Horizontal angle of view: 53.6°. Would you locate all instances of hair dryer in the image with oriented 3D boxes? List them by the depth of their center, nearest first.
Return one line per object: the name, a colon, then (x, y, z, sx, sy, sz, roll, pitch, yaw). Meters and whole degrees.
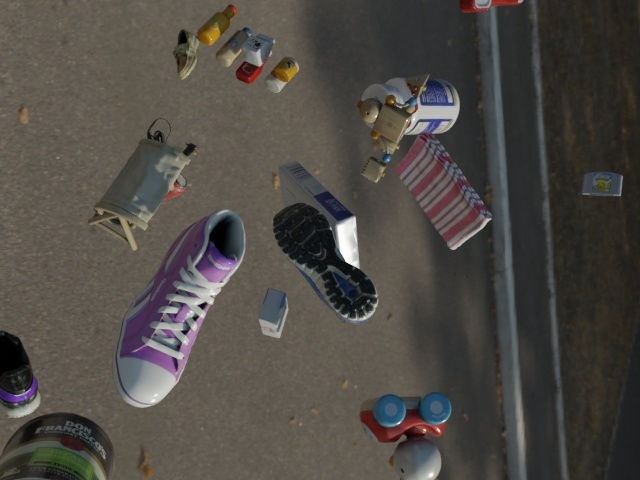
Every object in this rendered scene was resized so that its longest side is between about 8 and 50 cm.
hair dryer: (-0.528, -0.239, 2.130, 0.080, 0.224, 0.293, 13, 111, -59)

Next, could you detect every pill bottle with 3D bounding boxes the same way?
pill bottle: (0.175, -0.266, 1.255, 0.187, 0.112, 0.112, -9, 96, -38)

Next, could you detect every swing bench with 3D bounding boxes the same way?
swing bench: (-0.532, -0.142, 1.849, 0.165, 0.255, 0.253, 32, 64, -12)

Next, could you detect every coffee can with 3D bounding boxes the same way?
coffee can: (-0.458, 0.431, 1.051, 0.275, 0.202, 0.201, -156, -121, -76)

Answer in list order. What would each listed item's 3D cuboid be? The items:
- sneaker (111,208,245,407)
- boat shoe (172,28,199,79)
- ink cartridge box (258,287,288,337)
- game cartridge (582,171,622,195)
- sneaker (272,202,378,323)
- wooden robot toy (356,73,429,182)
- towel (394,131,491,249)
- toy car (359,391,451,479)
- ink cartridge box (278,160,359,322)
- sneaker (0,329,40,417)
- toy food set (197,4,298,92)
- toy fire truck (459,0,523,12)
sneaker: (-0.183, 0.076, 0.842, 0.102, 0.161, 0.282, 28, 58, -23)
boat shoe: (-0.286, -0.389, 1.322, 0.045, 0.050, 0.135, 34, 38, -36)
ink cartridge box: (-0.122, 0.191, 1.653, 0.122, 0.052, 0.088, 91, 15, -63)
game cartridge: (0.654, -0.132, 1.470, 0.017, 0.083, 0.056, 28, 70, -58)
sneaker: (0.001, 0.060, 1.426, 0.130, 0.330, 0.147, -31, 160, -13)
wooden robot toy: (0.088, -0.174, 0.907, 0.076, 0.079, 0.173, -53, 169, -54)
towel: (0.213, -0.085, 1.142, 0.029, 0.144, 0.197, -28, 76, -23)
toy car: (0.203, 0.491, 1.501, 0.219, 0.210, 0.237, 110, -21, -70)
ink cartridge box: (0.000, 0.000, 1.687, 0.071, 0.324, 0.330, -23, 130, -19)
sneaker: (-0.704, 0.246, 1.396, 0.102, 0.293, 0.146, -24, 132, -37)
toy food set: (-0.130, -0.399, 1.327, 0.104, 0.232, 0.111, -55, 159, -23)
toy fire truck: (0.391, -0.656, 1.369, 0.254, 0.169, 0.302, -21, 118, -41)
